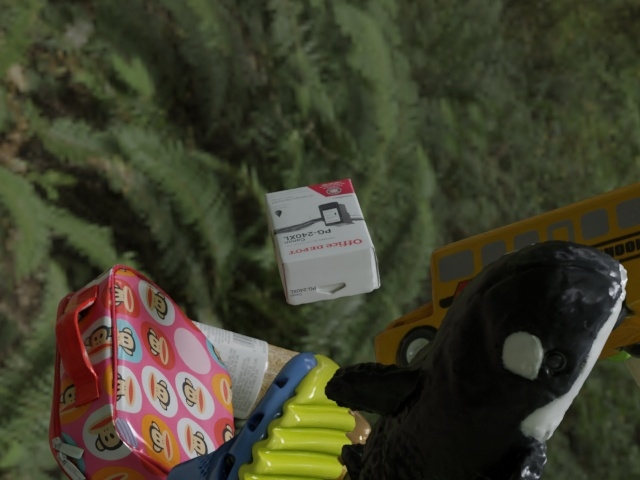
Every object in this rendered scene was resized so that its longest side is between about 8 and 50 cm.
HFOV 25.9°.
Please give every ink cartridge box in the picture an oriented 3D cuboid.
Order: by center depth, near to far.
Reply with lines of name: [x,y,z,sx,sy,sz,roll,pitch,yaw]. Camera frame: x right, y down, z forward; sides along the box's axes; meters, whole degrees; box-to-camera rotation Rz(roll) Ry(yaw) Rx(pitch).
ink cartridge box: [0.000,0.000,1.623,0.150,0.109,0.063,-107,-171,-55]

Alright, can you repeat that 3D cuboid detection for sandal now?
sandal: [-0.088,0.233,1.250,0.317,0.138,0.126,-57,141,-4]

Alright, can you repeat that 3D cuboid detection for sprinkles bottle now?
sprinkles bottle: [-0.177,0.175,1.981,0.121,0.355,0.121,-163,-90,-78]

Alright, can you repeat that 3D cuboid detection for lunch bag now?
lunch bag: [-0.211,0.175,1.591,0.258,0.120,0.293,47,22,-36]

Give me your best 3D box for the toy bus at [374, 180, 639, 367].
toy bus: [0.210,0.049,1.265,0.108,0.333,0.130,27,52,-48]

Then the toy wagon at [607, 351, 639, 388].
toy wagon: [0.510,0.172,1.824,0.344,0.267,0.068,61,-35,8]

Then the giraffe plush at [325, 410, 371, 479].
giraffe plush: [-0.013,0.273,1.410,0.181,0.170,0.210,49,-19,-1]

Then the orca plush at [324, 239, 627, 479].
orca plush: [0.051,0.081,0.763,0.287,0.102,0.151,129,-20,-62]
